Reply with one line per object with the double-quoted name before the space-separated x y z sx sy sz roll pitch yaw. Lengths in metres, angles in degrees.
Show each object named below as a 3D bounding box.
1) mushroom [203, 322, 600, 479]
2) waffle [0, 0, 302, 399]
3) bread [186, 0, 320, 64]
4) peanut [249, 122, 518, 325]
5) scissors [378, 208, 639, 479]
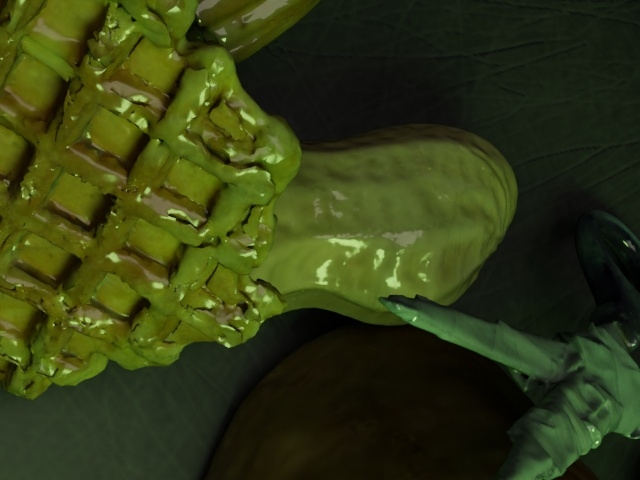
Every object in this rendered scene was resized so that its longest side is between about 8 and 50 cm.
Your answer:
"mushroom" 0.066 0.217 0.557 0.224 0.314 0.397 9 71 -27
"waffle" -0.148 -0.037 0.517 0.291 0.291 0.051 38 29 -15
"bread" -0.154 -0.211 0.582 0.370 0.191 0.314 -33 102 -11
"peanut" 0.000 0.000 0.653 0.275 0.111 0.125 -10 52 -24
"scissors" 0.156 0.074 0.630 0.383 0.029 0.256 8 50 -53
